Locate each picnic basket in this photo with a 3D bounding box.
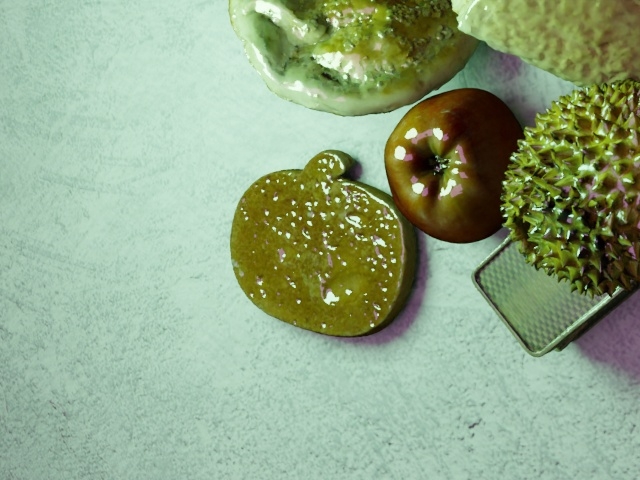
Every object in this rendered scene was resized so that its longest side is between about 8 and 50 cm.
[{"bbox_3d":[0.357,0.028,1.372,0.267,0.139,0.165,-47,69,30],"label":"picnic basket"}]

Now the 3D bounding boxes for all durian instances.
[{"bbox_3d":[0.329,-0.054,1.154,0.293,0.258,0.258,152,104,-75],"label":"durian"}]

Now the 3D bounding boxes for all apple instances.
[{"bbox_3d":[0.197,-0.104,1.420,0.234,0.234,0.234,5,98,35],"label":"apple"}]

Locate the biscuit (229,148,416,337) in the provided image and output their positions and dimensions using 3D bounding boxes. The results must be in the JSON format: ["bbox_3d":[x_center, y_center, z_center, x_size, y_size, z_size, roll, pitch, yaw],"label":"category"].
[{"bbox_3d":[0.001,0.000,1.671,0.367,0.063,0.314,14,101,34],"label":"biscuit"}]

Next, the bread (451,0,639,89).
[{"bbox_3d":[0.373,-0.299,1.201,0.375,0.165,0.237,22,120,-15],"label":"bread"}]

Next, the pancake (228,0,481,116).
[{"bbox_3d":[0.057,-0.354,1.441,0.386,0.082,0.387,0,69,1],"label":"pancake"}]
